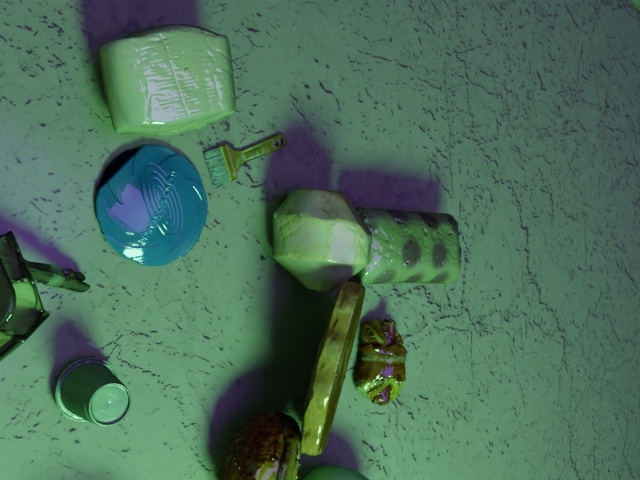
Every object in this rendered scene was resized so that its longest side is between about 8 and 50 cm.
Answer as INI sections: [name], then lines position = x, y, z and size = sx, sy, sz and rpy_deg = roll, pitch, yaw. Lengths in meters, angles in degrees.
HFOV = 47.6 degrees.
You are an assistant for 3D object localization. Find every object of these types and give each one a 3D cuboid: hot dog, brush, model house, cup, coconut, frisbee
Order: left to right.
[model house]
position = -0.528, 0.113, 1.223
size = 0.205, 0.218, 0.279
rpy_deg = 57, 10, 20
[cup]
position = -0.401, 0.278, 1.308
size = 0.120, 0.141, 0.120
rpy_deg = -3, 95, -40
[frisbee]
position = -0.322, -0.069, 1.430
size = 0.242, 0.045, 0.242
rpy_deg = 0, 89, -40
[brush]
position = -0.156, -0.187, 1.582
size = 0.218, 0.010, 0.082
rpy_deg = -27, 108, -36
[coconut]
position = 0.000, 0.000, 1.584
size = 0.197, 0.237, 0.236
rpy_deg = 2, 90, -38
[hot dog]
position = 0.157, 0.299, 1.792
size = 0.146, 0.103, 0.213
rpy_deg = 6, 86, -39

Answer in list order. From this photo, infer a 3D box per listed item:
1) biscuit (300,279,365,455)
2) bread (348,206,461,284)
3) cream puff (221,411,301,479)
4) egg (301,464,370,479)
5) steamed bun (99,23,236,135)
[biscuit]
position = 0.021, 0.273, 1.569
size = 0.365, 0.062, 0.385
rpy_deg = 55, 49, -81
[bread]
position = 0.197, 0.015, 1.785
size = 0.338, 0.155, 0.187
rpy_deg = 3, 85, -39
[cream puff]
position = -0.121, 0.478, 1.509
size = 0.164, 0.240, 0.240
rpy_deg = 11, 82, -2
[egg]
position = 0.048, 0.632, 1.633
size = 0.220, 0.220, 0.269
rpy_deg = -37, 103, -33
[steamed bun]
position = -0.290, -0.301, 1.378
size = 0.250, 0.155, 0.200
rpy_deg = -15, 97, -32
